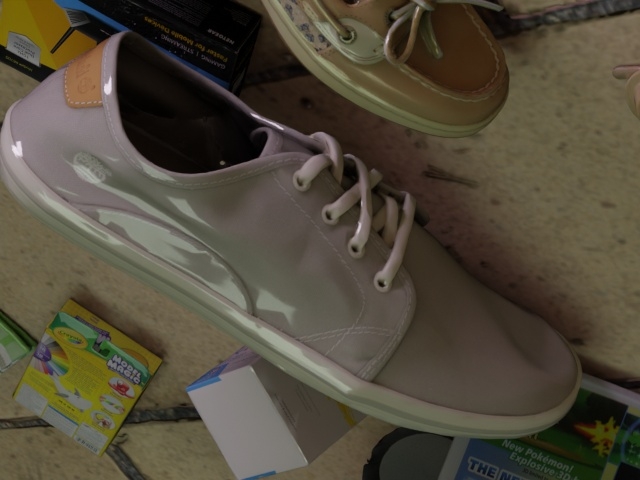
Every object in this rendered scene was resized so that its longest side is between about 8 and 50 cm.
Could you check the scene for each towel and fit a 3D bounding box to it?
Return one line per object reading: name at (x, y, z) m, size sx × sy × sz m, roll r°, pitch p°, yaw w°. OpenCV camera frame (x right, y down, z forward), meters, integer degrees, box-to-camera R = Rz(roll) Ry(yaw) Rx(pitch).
towel at (-0.344, 0.092, 1.748) m, size 0.113 × 0.023 × 0.152 m, roll 41°, pitch 143°, yaw -13°

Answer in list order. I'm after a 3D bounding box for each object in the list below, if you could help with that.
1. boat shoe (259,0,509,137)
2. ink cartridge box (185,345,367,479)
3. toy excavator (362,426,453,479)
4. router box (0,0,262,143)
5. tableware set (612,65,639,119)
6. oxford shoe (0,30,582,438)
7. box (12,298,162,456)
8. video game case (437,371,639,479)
boat shoe at (0.010, -0.175, 1.111) m, size 0.285 × 0.104 × 0.089 m, roll 39°, pitch 146°, yaw -8°
ink cartridge box at (-0.013, 0.110, 1.439) m, size 0.092 × 0.143 × 0.090 m, roll -23°, pitch 100°, yaw 48°
toy excavator at (0.007, 0.371, 1.455) m, size 0.433 × 0.445 × 0.222 m, roll 21°, pitch 142°, yaw 15°
router box at (-0.139, -0.143, 1.306) m, size 0.179 × 0.046 × 0.133 m, roll 28°, pitch 143°, yaw 6°
tableware set at (0.261, -0.061, 1.132) m, size 0.141 × 0.020 × 0.168 m, roll -7°, pitch 130°, yaw 43°
oxford shoe at (0.000, 0.000, 1.252) m, size 0.449 × 0.169 × 0.130 m, roll 29°, pitch 121°, yaw -14°
box at (-0.212, 0.122, 1.670) m, size 0.105 × 0.043 × 0.179 m, roll 34°, pitch 146°, yaw -2°
video game case at (0.223, 0.268, 1.330) m, size 0.329 × 0.300 × 0.036 m, roll 21°, pitch 174°, yaw 16°
